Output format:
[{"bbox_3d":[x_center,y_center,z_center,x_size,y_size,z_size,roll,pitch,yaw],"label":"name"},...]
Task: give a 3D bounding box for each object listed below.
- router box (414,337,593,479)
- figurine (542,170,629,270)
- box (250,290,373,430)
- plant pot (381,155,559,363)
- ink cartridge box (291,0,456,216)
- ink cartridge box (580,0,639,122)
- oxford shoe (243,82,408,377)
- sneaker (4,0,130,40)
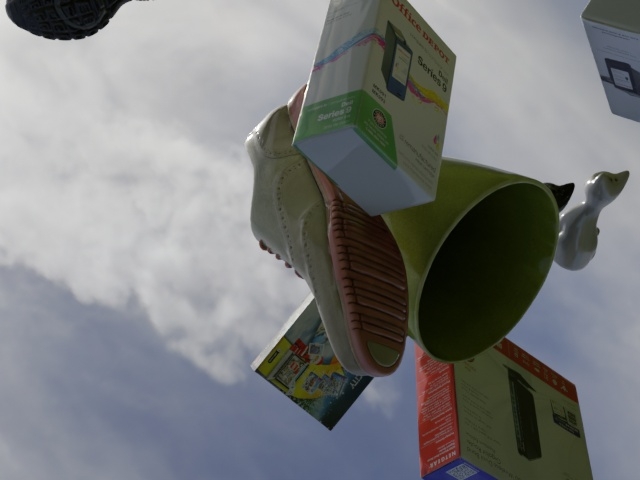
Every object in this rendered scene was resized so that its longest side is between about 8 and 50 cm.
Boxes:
[{"bbox_3d":[0.296,0.297,1.533,0.335,0.082,0.301,33,-143,-27],"label":"router box"},{"bbox_3d":[0.412,-0.034,1.635,0.214,0.209,0.092,-13,-129,-29],"label":"figurine"},{"bbox_3d":[0.026,0.157,1.503,0.159,0.233,0.044,41,176,-14],"label":"box"},{"bbox_3d":[0.138,-0.017,1.374,0.274,0.275,0.293,2,-156,-43],"label":"plant pot"},{"bbox_3d":[0.066,-0.160,1.081,0.154,0.093,0.212,39,-130,-38],"label":"ink cartridge box"},{"bbox_3d":[0.285,-0.179,0.813,0.063,0.109,0.150,27,170,35],"label":"ink cartridge box"},{"bbox_3d":[0.000,0.000,1.177,0.140,0.146,0.397,30,-142,-47],"label":"oxford shoe"},{"bbox_3d":[-0.335,-0.389,1.421,0.286,0.109,0.130,-28,-126,-25],"label":"sneaker"}]
